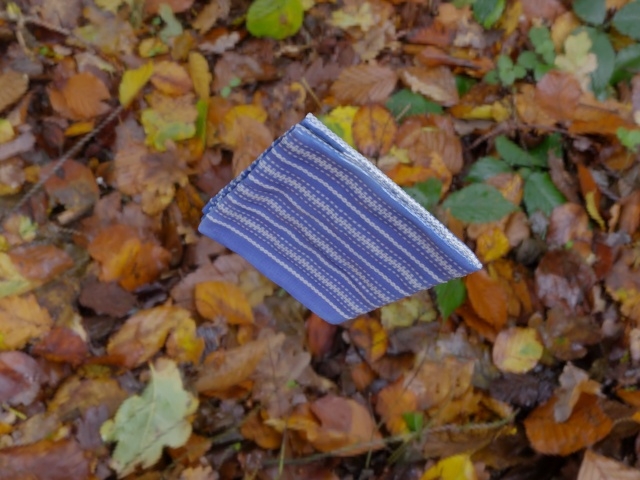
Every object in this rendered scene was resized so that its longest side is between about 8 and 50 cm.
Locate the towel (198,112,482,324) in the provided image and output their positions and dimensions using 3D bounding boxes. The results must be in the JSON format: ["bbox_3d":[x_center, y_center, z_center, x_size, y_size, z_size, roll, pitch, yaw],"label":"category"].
[{"bbox_3d":[0.000,0.000,0.945,0.243,0.336,0.040,38,63,-11],"label":"towel"}]
